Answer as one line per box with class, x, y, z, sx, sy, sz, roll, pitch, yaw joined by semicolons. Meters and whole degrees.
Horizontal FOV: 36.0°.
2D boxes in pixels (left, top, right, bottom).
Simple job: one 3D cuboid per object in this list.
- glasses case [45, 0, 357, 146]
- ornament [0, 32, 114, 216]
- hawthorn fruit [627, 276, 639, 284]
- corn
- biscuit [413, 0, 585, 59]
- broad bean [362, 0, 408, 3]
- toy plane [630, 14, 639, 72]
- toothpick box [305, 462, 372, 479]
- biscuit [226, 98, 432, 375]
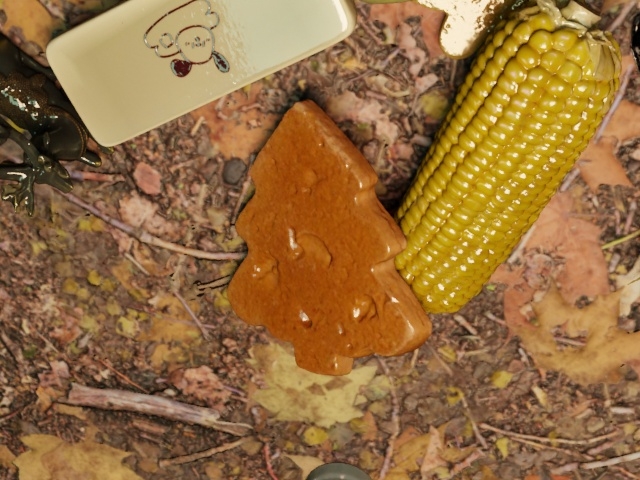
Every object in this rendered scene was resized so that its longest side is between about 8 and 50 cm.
glasses case;-0.124;-0.215;1.020;0.313;0.070;0.131;-22;110;17
ornament;-0.321;-0.122;1.000;0.202;0.236;0.080;42;110;-11
hawthorn fruit;0.397;0.017;1.037;0.125;0.140;0.125;-9;111;-24
corn;0.172;-0.069;0.992;0.144;0.144;0.387;21;126;-2
biscuit;0.154;-0.262;0.979;0.240;0.035;0.158;29;117;-5
broad bean;0.094;-0.284;0.915;0.174;0.082;0.124;0;111;8
toy plane;0.377;-0.221;0.937;0.155;0.106;0.381;-21;109;10
toothpick box;0.017;0.363;1.222;0.101;0.153;0.101;3;115;7
biscuit;0.000;0.000;1.064;0.284;0.043;0.306;11;112;41
